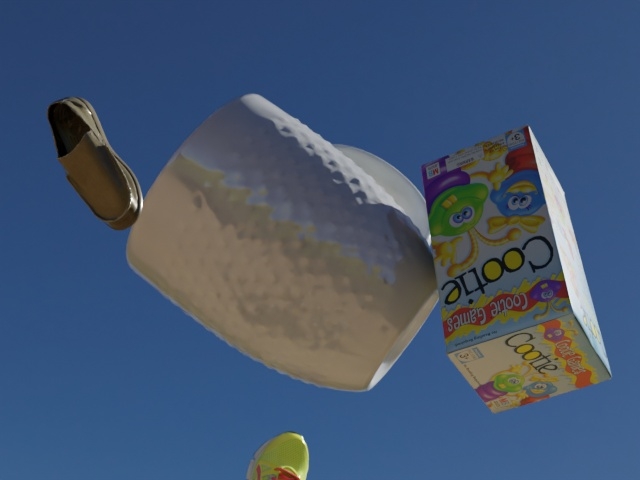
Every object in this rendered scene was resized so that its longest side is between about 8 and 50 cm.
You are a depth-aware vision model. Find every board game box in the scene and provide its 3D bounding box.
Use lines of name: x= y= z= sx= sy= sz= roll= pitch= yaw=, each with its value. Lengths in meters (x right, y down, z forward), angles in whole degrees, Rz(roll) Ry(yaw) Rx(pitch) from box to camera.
board game box: x=0.216 y=0.031 z=1.266 sx=0.142 sy=0.275 sz=0.144 roll=-21 pitch=-44 yaw=19

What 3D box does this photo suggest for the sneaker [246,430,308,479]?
sneaker: x=-0.058 y=0.345 z=1.440 sx=0.081 sy=0.208 sz=0.094 roll=32 pitch=-27 yaw=-20

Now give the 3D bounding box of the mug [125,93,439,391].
mug: x=0.000 y=0.000 z=1.401 sx=0.328 sy=0.374 sz=0.276 roll=36 pitch=-47 yaw=12

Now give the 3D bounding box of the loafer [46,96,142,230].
loafer: x=-0.220 y=-0.073 z=1.050 sx=0.056 sy=0.148 sz=0.050 roll=-38 pitch=-16 yaw=15
